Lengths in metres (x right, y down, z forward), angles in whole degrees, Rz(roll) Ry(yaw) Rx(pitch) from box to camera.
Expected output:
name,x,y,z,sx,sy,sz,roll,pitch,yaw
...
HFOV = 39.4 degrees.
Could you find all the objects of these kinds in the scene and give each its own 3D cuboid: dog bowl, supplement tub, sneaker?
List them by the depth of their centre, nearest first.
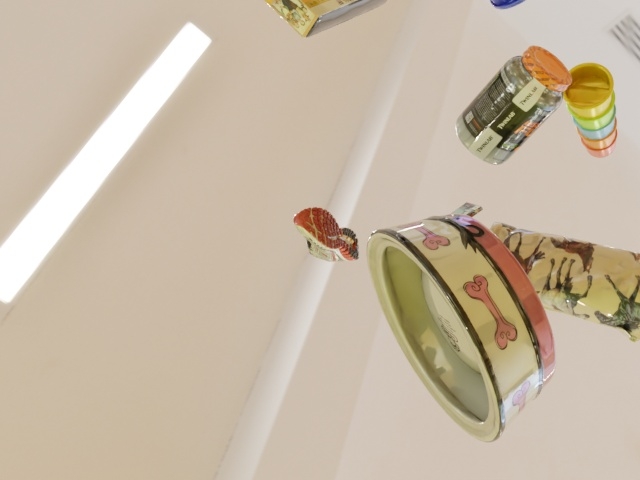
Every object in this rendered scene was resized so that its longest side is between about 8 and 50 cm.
name,x,y,z,sx,sy,sz,roll,pitch,yaw
supplement tub,0.325,-0.228,1.506,0.117,0.190,0.117,22,-138,-21
dog bowl,0.246,0.133,1.548,0.150,0.408,0.408,-28,-102,-14
sneaker,0.000,0.000,1.938,0.225,0.093,0.088,39,-136,-53

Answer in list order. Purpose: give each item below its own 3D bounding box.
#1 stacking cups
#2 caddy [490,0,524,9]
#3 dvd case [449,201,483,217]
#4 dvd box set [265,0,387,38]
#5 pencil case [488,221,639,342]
name,x,y,z,sx,sy,sz,roll,pitch,yaw
stacking cups,0.541,-0.237,1.773,0.316,0.096,0.096,41,-153,-63
caddy,0.464,-0.657,1.948,0.179,0.241,0.341,39,-114,-24
dvd case,0.347,-0.055,2.277,0.013,0.119,0.087,56,172,-17
dvd box set,-0.082,-0.573,1.680,0.420,0.062,0.307,46,-138,7
pencil case,0.514,0.086,1.845,0.410,0.160,0.183,14,-104,13
